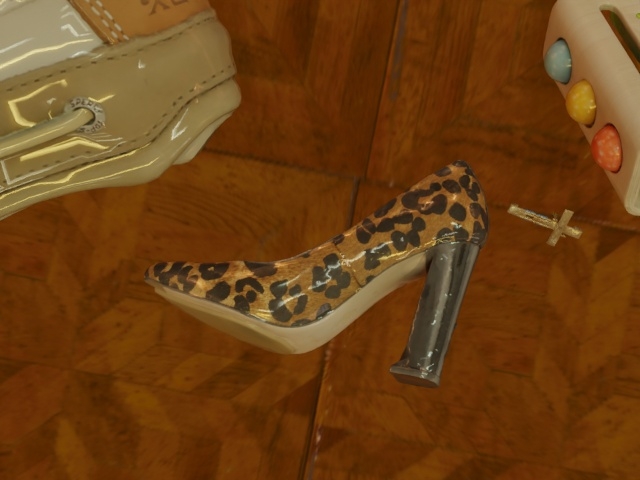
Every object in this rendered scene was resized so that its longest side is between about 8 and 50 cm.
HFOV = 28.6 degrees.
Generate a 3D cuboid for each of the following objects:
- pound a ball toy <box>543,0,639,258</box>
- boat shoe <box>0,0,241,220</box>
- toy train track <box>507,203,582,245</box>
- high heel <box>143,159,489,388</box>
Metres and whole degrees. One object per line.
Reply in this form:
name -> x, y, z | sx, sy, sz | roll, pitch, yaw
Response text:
pound a ball toy -> 0.360, -0.125, 1.499 | 0.135, 0.208, 0.319 | -8, 49, -10
boat shoe -> -0.158, 0.003, 0.354 | 0.302, 0.113, 0.103 | -34, 97, 21
toy train track -> 0.240, -0.023, 1.346 | 0.083, 0.014, 0.048 | 20, 125, -6
high heel -> 0.000, 0.000, 1.020 | 0.261, 0.093, 0.186 | 14, 74, 12
